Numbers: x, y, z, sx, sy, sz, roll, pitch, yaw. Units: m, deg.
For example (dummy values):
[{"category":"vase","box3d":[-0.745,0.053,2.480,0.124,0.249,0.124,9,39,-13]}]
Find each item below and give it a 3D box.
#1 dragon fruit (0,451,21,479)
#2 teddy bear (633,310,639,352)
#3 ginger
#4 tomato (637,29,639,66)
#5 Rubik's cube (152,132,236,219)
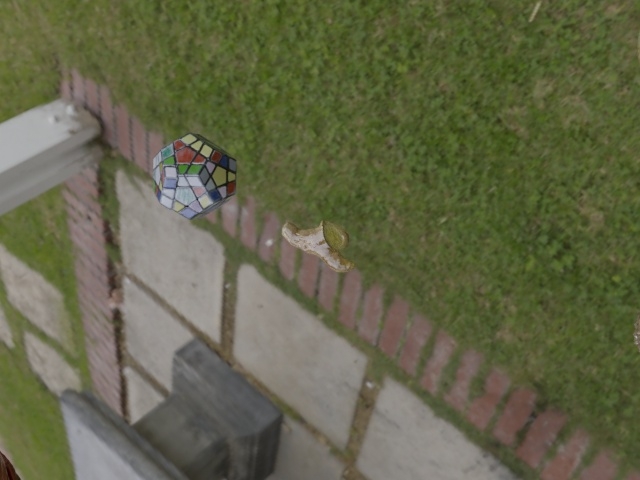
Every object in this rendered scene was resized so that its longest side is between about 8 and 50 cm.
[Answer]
[{"category":"dragon fruit","box3d":[-0.403,0.238,0.757,0.252,0.241,0.241,27,138,39]},{"category":"teddy bear","box3d":[0.336,-0.005,0.579,0.129,0.182,0.251,33,132,14]},{"category":"ginger","box3d":[0.001,0.000,0.985,0.097,0.030,0.048,31,103,8]},{"category":"tomato","box3d":[0.631,-0.323,1.295,0.270,0.270,0.223,37,147,22]},{"category":"Rubik's cube","box3d":[-0.155,-0.078,1.044,0.111,0.093,0.111,5,95,63]}]
